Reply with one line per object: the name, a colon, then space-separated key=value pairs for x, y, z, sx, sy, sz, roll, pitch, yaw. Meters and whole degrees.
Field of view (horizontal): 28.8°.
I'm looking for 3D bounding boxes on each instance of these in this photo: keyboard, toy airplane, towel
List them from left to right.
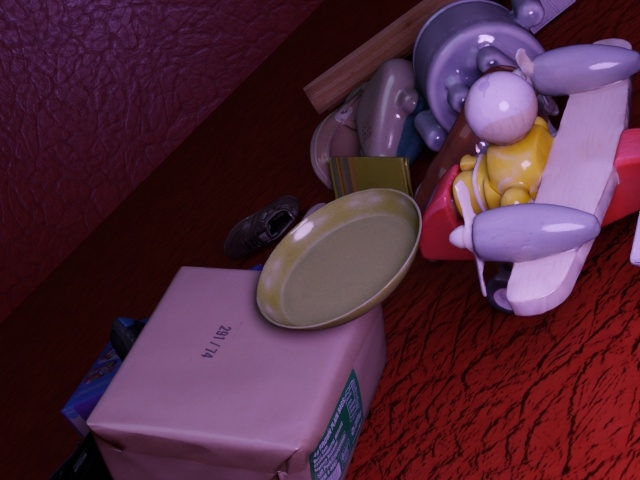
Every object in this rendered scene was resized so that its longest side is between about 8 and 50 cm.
keyboard: x=-0.377 y=0.361 z=2.014 sx=0.192 sy=0.038 sz=0.100 roll=-57 pitch=26 yaw=-2
towel: x=0.089 y=-0.096 z=2.144 sx=0.021 sy=0.102 sz=0.237 roll=-17 pitch=12 yaw=-28
toy airplane: x=0.288 y=-0.097 z=1.465 sx=0.384 sy=0.272 sz=0.386 roll=-44 pitch=18 yaw=-1

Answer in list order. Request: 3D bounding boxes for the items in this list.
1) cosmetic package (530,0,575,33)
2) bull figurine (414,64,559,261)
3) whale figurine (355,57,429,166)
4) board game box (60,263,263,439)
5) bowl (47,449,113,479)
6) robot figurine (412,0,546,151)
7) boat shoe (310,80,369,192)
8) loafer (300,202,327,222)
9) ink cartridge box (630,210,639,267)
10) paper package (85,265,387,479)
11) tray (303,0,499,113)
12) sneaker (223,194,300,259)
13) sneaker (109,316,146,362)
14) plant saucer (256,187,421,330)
cosmetic package: x=0.407 y=-0.469 z=2.333 sx=0.099 sy=0.060 sz=0.239 roll=-36 pitch=20 yaw=18
bull figurine: x=0.230 y=-0.105 z=1.790 sx=0.188 sy=0.101 sz=0.310 roll=27 pitch=96 yaw=48
whale figurine: x=0.147 y=-0.191 z=2.225 sx=0.216 sy=0.141 sz=0.272 roll=130 pitch=150 yaw=-53
board game box: x=-0.245 y=0.191 z=2.088 sx=0.347 sy=0.078 sz=0.233 roll=-25 pitch=21 yaw=30
bowl: x=-0.380 y=0.446 z=2.019 sx=0.391 sy=0.077 sz=0.391 roll=-39 pitch=19 yaw=16
robot figurine: x=0.258 y=-0.278 z=2.021 sx=0.300 sy=0.200 sz=0.353 roll=-49 pitch=17 yaw=15
boat shoe: x=0.081 y=-0.222 z=2.397 sx=0.110 sy=0.121 sz=0.341 roll=-30 pitch=22 yaw=39
loafer: x=0.009 y=0.057 z=1.986 sx=0.092 sy=0.102 sz=0.268 roll=-4 pitch=55 yaw=21
ink cartridge box: x=0.427 y=-0.117 z=1.241 sx=0.186 sy=0.065 sz=0.311 roll=0 pitch=74 yaw=52
paper package: x=-0.095 y=0.196 z=1.630 sx=0.309 sy=0.168 sz=0.325 roll=2 pitch=39 yaw=22
tray: x=0.174 y=-0.406 z=2.570 sx=0.411 sy=0.076 sz=0.203 roll=-33 pitch=-2 yaw=33
sneaker: x=-0.120 y=-0.019 z=2.474 sx=0.188 sy=0.066 sz=0.071 roll=-40 pitch=20 yaw=15
sneaker: x=-0.234 y=0.248 z=1.850 sx=0.139 sy=0.125 sz=0.341 roll=-54 pitch=53 yaw=15
plant saucer: x=0.029 y=0.031 z=1.591 sx=0.241 sy=0.037 sz=0.241 roll=-24 pitch=34 yaw=18
